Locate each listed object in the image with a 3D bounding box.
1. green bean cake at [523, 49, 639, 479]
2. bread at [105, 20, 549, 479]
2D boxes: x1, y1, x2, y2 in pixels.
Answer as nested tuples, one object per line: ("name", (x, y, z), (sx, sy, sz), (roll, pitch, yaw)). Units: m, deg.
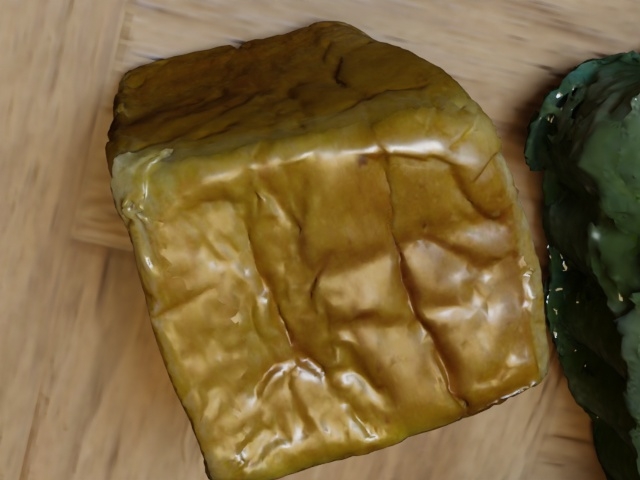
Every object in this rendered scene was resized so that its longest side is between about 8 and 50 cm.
("green bean cake", (0.232, 0.011, 0.591), (0.255, 0.132, 0.241), (-15, 115, -5))
("bread", (0.000, 0.000, 0.531), (0.143, 0.158, 0.149), (-18, 115, -5))
